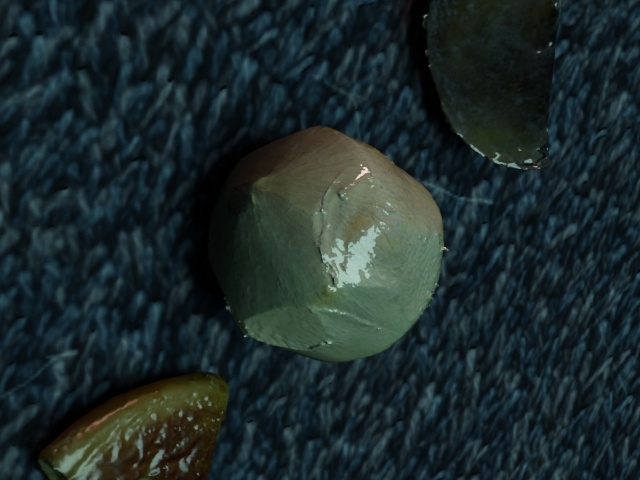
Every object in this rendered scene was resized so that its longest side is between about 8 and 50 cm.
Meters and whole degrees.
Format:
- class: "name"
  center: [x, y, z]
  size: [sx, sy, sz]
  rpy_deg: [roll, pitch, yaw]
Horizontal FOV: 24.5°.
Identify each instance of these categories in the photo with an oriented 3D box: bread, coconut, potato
- class: "bread"
  center: [-0.140, 0.158, 1.022]
  size: [0.136, 0.054, 0.154]
  rpy_deg: [17, 85, -45]
- class: "coconut"
  center: [-0.001, 0.003, 1.039]
  size: [0.162, 0.161, 0.161]
  rpy_deg: [22, 87, -42]
- class: "potato"
  center: [0.135, -0.195, 1.172]
  size: [0.120, 0.100, 0.261]
  rpy_deg: [2, 121, -5]
